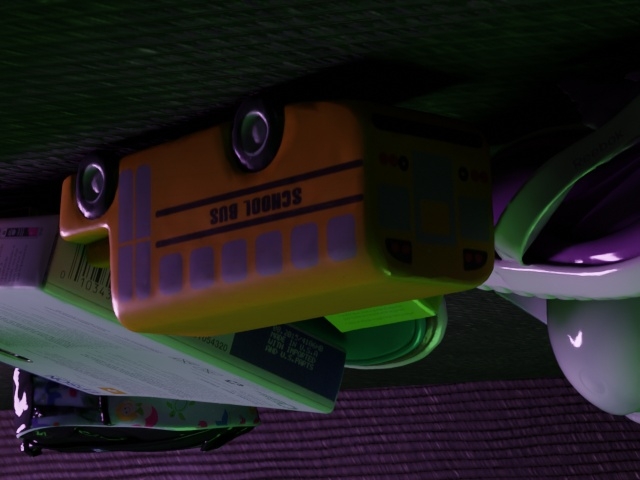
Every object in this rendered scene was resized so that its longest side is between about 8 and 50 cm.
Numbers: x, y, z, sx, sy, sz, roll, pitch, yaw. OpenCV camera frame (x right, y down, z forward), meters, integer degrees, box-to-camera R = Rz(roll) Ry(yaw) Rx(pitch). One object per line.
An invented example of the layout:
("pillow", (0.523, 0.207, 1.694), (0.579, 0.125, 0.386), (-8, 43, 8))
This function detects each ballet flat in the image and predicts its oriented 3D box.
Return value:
("ballet flat", (-0.012, 0.041, 1.500), (0.139, 0.139, 0.400), (6, 171, -43))

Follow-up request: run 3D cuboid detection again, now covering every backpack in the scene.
("backpack", (-0.194, 0.155, 1.852), (0.253, 0.191, 0.225), (2, 175, 20))

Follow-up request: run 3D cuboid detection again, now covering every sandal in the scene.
("sandal", (0.164, -0.047, 0.985), (0.102, 0.169, 0.416), (41, 155, -14))

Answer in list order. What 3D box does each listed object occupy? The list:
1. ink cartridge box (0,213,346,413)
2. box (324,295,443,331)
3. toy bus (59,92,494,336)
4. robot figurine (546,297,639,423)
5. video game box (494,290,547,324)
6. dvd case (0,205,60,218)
("ink cartridge box", (-0.202, 0.065, 1.392), (0.330, 0.071, 0.324), (0, 160, 44))
("box", (0.000, 0.000, 1.242), (0.178, 0.042, 0.109), (41, 146, -28))
("toy bus", (-0.041, -0.013, 1.074), (0.108, 0.130, 0.332), (6, 167, -41))
("robot figurine", (0.331, 0.068, 1.315), (0.353, 0.200, 0.300), (20, 173, -14))
("video game box", (0.313, 0.082, 1.701), (0.187, 0.048, 0.205), (5, -161, -37))
("dvd case", (-0.255, 0.003, 1.455), (0.164, 0.018, 0.221), (-8, 169, 26))
